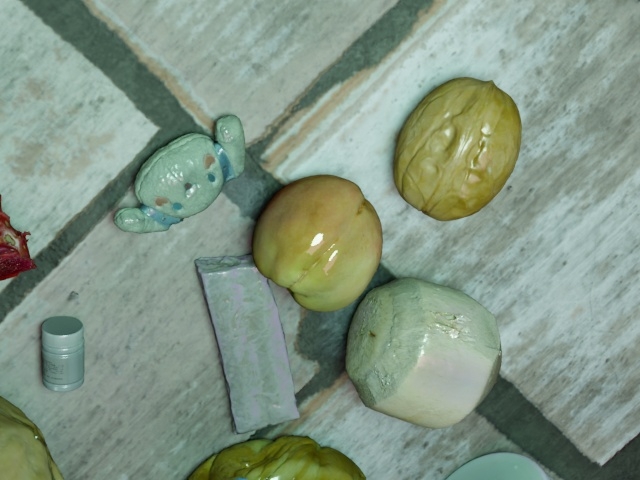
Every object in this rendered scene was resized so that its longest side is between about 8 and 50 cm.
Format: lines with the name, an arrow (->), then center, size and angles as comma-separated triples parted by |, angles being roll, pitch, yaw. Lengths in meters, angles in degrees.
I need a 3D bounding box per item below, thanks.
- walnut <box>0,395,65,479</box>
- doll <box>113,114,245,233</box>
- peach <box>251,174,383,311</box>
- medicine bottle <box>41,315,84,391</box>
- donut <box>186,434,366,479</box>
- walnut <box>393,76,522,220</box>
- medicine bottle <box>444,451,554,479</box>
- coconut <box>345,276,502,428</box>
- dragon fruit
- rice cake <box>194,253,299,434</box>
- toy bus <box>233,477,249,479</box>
walnut -> -0.500, 0.370, 1.364 | 0.381, 0.381, 0.381 | -6, 116, -13
doll -> -0.180, -0.082, 1.402 | 0.214, 0.071, 0.103 | -41, 131, -4
peach -> 0.000, 0.000, 1.436 | 0.184, 0.184, 0.184 | -6, 116, -13
medicine bottle -> -0.357, 0.157, 1.470 | 0.058, 0.058, 0.091 | -2, 115, -16
donut -> -0.078, 0.475, 1.644 | 0.360, 0.170, 0.360 | -6, 114, -13
walnut -> 0.187, -0.124, 1.442 | 0.159, 0.159, 0.207 | 17, 110, -23
medicine bottle -> 0.324, 0.513, 1.729 | 0.252, 0.252, 0.241 | -40, 120, 5
coconut -> 0.161, 0.162, 1.541 | 0.234, 0.224, 0.224 | 14, 110, -14
dragon fruit -> -0.447, -0.008, 1.351 | 0.153, 0.153, 0.111 | -7, 74, -13
rice cake -> -0.101, 0.153, 1.547 | 0.106, 0.050, 0.298 | -14, 117, -10
toy bus -> -0.046, 0.497, 1.466 | 0.152, 0.190, 0.312 | -44, 115, 2
